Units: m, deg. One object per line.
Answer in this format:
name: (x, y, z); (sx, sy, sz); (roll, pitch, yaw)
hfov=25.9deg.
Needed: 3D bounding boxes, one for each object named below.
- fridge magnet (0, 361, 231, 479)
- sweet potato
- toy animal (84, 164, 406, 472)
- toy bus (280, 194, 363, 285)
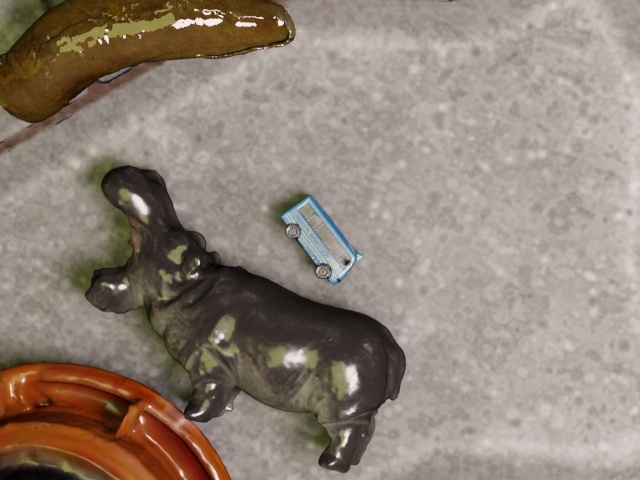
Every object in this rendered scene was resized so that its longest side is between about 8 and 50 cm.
fridge magnet: (-0.247, 0.293, 1.278); (0.364, 0.155, 0.363); (0, 93, 5)
sweet potato: (-0.167, -0.187, 1.292); (0.286, 0.085, 0.112); (-14, 126, -5)
toy animal: (-0.088, 0.081, 1.280); (0.343, 0.106, 0.168); (34, 92, 5)
toy bus: (0.000, 0.000, 1.302); (0.046, 0.038, 0.083); (-38, 89, 1)
